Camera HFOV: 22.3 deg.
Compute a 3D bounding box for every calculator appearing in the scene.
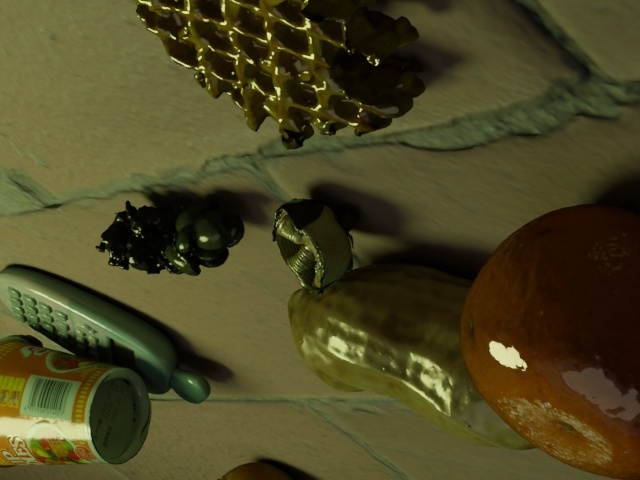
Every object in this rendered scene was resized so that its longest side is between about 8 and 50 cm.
[{"bbox_3d":[-0.261,0.115,1.952,0.295,0.042,0.184,27,158,5],"label":"calculator"}]

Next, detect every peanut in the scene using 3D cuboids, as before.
[{"bbox_3d":[0.095,0.094,1.393,0.305,0.147,0.147,17,156,32],"label":"peanut"}]

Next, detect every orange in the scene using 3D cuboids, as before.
[{"bbox_3d":[0.211,0.072,1.167,0.224,0.170,0.224,29,160,11],"label":"orange"}]

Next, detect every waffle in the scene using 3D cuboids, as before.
[{"bbox_3d":[-0.040,-0.149,1.124,0.231,0.051,0.228,37,158,-22],"label":"waffle"}]

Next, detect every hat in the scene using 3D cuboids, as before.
[{"bbox_3d":[0.000,-0.001,1.391,0.076,0.059,0.077,55,155,21],"label":"hat"}]

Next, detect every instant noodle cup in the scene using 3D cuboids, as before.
[{"bbox_3d":[-0.309,0.201,1.951,0.185,0.168,0.168,3,148,32],"label":"instant noodle cup"}]

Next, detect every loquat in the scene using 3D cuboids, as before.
[{"bbox_3d":[-0.086,0.363,2.186,0.141,0.141,0.141,22,157,10],"label":"loquat"}]

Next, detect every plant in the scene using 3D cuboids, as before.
[{"bbox_3d":[-0.135,-0.001,1.512,0.174,0.085,0.087,-6,114,45],"label":"plant"}]
